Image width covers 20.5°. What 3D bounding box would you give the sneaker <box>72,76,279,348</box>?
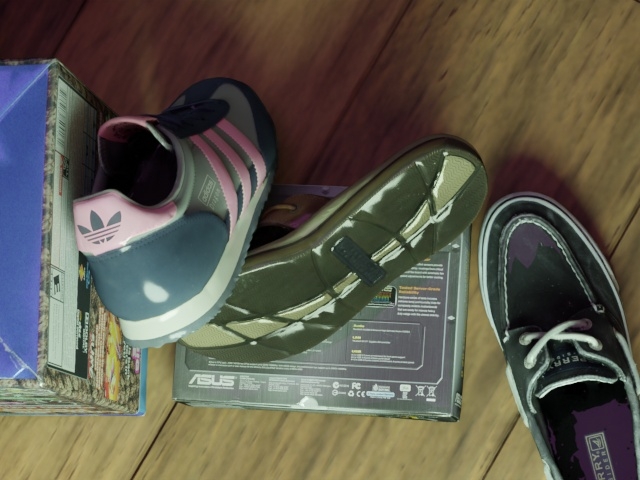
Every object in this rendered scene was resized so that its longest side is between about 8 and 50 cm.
[{"bbox_3d":[-0.109,-0.063,1.333,0.112,0.319,0.131,-18,120,16],"label":"sneaker"}]

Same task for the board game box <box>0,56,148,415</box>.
[{"bbox_3d":[-0.231,0.010,1.351,0.141,0.291,0.232,-1,80,8],"label":"board game box"}]

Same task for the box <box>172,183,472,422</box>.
[{"bbox_3d":[0.002,0.048,1.424,0.231,0.056,0.183,2,79,10],"label":"box"}]

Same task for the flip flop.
[{"bbox_3d":[0.000,0.000,1.358,0.277,0.112,0.080,-35,40,10],"label":"flip flop"}]

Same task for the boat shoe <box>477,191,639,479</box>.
[{"bbox_3d":[0.191,0.100,1.357,0.108,0.102,0.301,-14,79,8],"label":"boat shoe"}]
